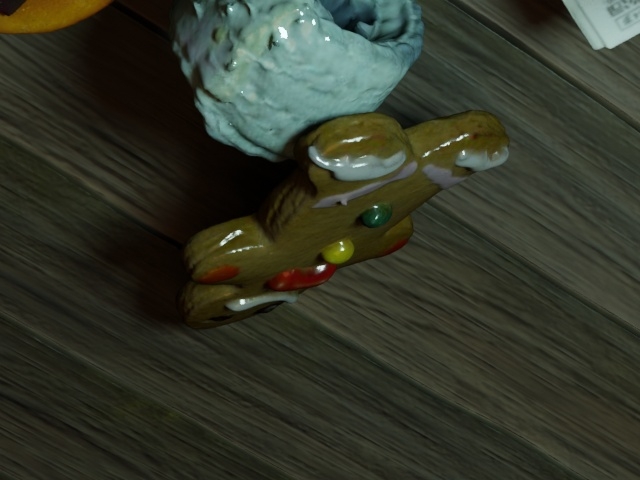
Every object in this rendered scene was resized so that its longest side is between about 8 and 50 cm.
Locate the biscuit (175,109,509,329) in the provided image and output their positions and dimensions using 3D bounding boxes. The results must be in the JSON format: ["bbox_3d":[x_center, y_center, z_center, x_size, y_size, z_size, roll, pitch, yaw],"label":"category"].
[{"bbox_3d":[0.000,0.001,1.689,0.283,0.064,0.432,-7,157,-40],"label":"biscuit"}]

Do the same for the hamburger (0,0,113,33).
[{"bbox_3d":[-0.274,-0.338,1.471,0.291,0.225,0.291,-2,130,-2],"label":"hamburger"}]

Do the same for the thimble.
[{"bbox_3d":[-0.027,-0.188,1.558,0.172,0.250,0.205,-41,87,27],"label":"thimble"}]

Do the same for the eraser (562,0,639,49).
[{"bbox_3d":[0.348,-0.290,1.551,0.279,0.124,0.081,-28,120,18],"label":"eraser"}]
